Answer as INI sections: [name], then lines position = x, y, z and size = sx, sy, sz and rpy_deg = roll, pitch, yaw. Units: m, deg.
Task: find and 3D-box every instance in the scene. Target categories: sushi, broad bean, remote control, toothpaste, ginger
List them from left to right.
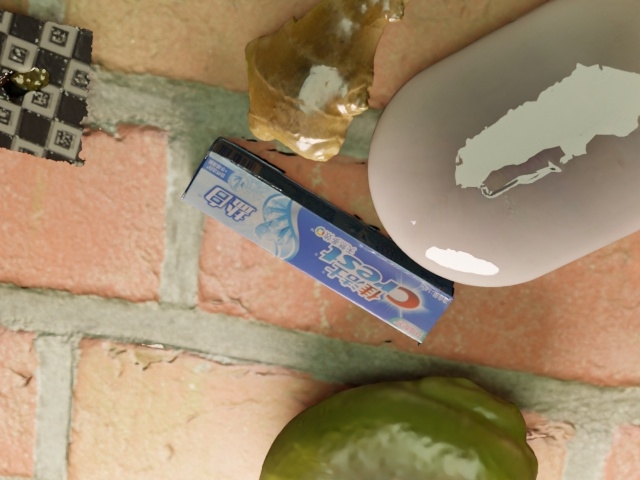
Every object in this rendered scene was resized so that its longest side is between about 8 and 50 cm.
[sushi]
position = -0.306, -0.158, 1.289
size = 0.201, 0.031, 0.139
rpy_deg = 14, 113, 5
[toothpaste]
position = 0.000, 0.000, 1.297
size = 0.272, 0.053, 0.066
rpy_deg = 31, 112, -6
[ginger]
position = 0.045, -0.190, 1.203
size = 0.294, 0.086, 0.131
rpy_deg = -40, 69, 14
[broad bean]
position = 0.078, 0.250, 1.348
size = 0.291, 0.119, 0.238
rpy_deg = -21, 107, 16
[remote control]
position = 0.200, -0.087, 1.210
size = 0.332, 0.103, 0.221
rpy_deg = -27, 99, 16
